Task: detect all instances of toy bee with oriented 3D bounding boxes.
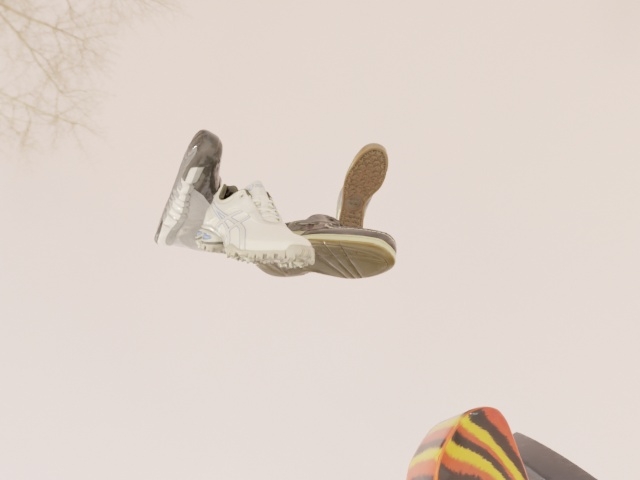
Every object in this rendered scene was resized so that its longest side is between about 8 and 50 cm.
[{"bbox_3d":[0.127,0.275,0.342,0.298,0.162,0.195,54,-36,40],"label":"toy bee"}]

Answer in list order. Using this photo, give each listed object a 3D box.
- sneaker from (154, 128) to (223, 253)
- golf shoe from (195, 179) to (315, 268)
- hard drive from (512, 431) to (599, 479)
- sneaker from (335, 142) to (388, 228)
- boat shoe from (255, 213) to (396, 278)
[{"bbox_3d":[-0.135,-0.051,0.689,0.132,0.086,0.228,19,-35,-19],"label":"sneaker"},{"bbox_3d":[-0.069,-0.020,0.518,0.176,0.069,0.085,13,-90,46],"label":"golf shoe"},{"bbox_3d":[0.317,0.379,0.674,0.054,0.255,0.171,-4,-88,-11],"label":"hard drive"},{"bbox_3d":[0.065,-0.096,0.890,0.064,0.086,0.192,11,-55,-8],"label":"sneaker"},{"bbox_3d":[0.000,0.001,0.644,0.224,0.073,0.080,-5,-42,41],"label":"boat shoe"}]
